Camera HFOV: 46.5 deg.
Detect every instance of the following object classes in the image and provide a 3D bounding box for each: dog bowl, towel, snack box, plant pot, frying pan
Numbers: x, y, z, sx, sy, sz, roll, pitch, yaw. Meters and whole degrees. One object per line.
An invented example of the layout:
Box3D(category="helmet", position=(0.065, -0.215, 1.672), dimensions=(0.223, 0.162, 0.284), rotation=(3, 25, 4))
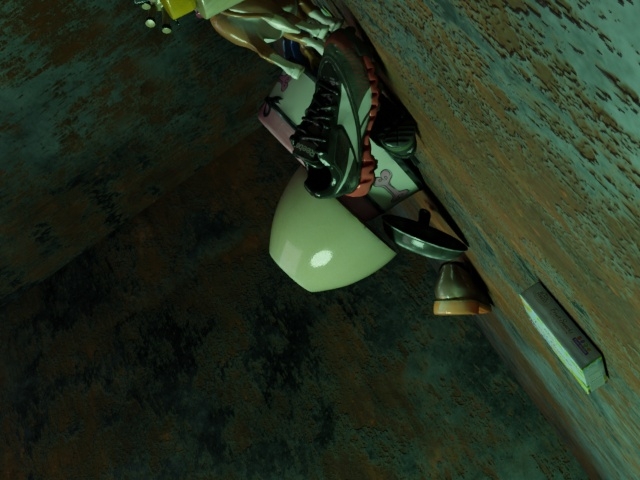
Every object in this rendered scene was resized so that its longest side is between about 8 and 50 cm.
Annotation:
Box3D(category="dog bowl", position=(0.032, -0.207, 1.638), dimensions=(0.408, 0.150, 0.408), rotation=(44, -176, -4))
Box3D(category="towel", position=(0.029, -0.364, 1.294), dimensions=(0.060, 0.009, 0.083), rotation=(59, -175, 38))
Box3D(category="snack box", position=(0.343, 0.137, 1.050), dimensions=(0.141, 0.037, 0.100), rotation=(58, -177, 38))
Box3D(category="plant pot", position=(0.000, 0.000, 1.616), dimensions=(0.284, 0.191, 0.284), rotation=(42, -176, -4))
Box3D(category="frying pan", position=(0.204, -0.027, 1.656), dimensions=(0.197, 0.053, 0.326), rotation=(15, -166, -19))

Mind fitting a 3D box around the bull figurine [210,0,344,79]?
Box3D(category="bull figurine", position=(-0.067, -0.355, 1.155), dimensions=(0.188, 0.101, 0.310), rotation=(31, -147, 1))

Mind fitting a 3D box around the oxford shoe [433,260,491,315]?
Box3D(category="oxford shoe", position=(0.359, 0.118, 1.868), dimensions=(0.363, 0.129, 0.133), rotation=(15, -108, -75))

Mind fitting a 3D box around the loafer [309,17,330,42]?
Box3D(category="loafer", position=(-0.001, -0.397, 1.458), dimensions=(0.125, 0.039, 0.045), rotation=(58, -174, 38))

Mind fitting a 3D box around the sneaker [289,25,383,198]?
Box3D(category="sneaker", position=(0.020, -0.180, 1.134), dimensions=(0.097, 0.135, 0.276), rotation=(32, 133, 42))

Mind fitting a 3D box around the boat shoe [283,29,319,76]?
Box3D(category="boat shoe", position=(-0.035, -0.442, 1.735), dimensions=(0.258, 0.109, 0.089), rotation=(94, 154, -68))

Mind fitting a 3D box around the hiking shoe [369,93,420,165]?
Box3D(category="hiking shoe", position=(0.084, -0.213, 1.256), dimensions=(0.227, 0.086, 0.114), rotation=(56, 180, 30))

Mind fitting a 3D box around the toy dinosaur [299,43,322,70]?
Box3D(category="toy dinosaur", position=(-0.025, -0.399, 1.535), dimensions=(0.211, 0.064, 0.112), rotation=(43, -176, -42))

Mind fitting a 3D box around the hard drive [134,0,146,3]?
Box3D(category="hard drive", position=(-0.169, -0.431, 1.121), dimensions=(0.172, 0.254, 0.054), rotation=(-119, 10, -57))

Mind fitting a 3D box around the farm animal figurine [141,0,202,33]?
Box3D(category="farm animal figurine", position=(-0.270, -0.565, 1.346), dimensions=(0.326, 0.330, 0.172), rotation=(27, -131, -48))

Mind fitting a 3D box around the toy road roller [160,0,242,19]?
Box3D(category="toy road roller", position=(-0.178, -0.473, 0.938), dimensions=(0.330, 0.202, 0.241), rotation=(57, 172, 23))
